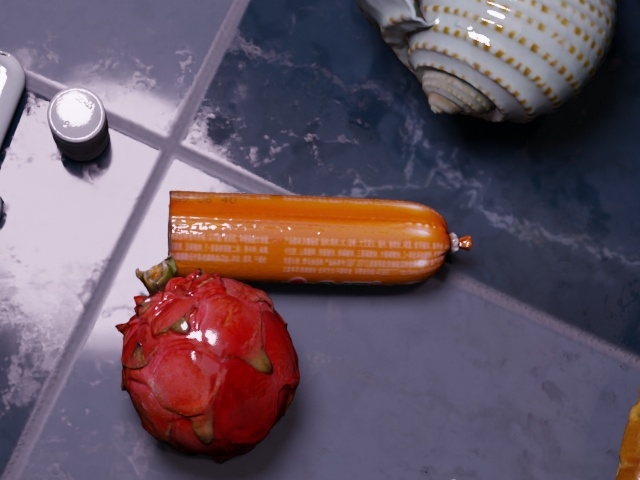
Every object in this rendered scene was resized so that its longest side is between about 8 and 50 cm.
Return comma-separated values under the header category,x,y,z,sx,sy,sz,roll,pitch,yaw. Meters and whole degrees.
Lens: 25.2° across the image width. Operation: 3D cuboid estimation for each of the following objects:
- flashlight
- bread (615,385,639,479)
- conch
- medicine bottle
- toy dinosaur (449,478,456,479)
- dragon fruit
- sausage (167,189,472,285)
category,x,y,z,sx,sy,sz,roll,pitch,yaw
flashlight,-0.353,-0.101,1.461,0.093,0.047,0.200,16,79,-3
bread,0.375,0.255,1.435,0.174,0.121,0.246,17,81,-4
conch,0.163,-0.271,1.466,0.303,0.215,0.319,31,54,-1
medicine bottle,-0.245,-0.117,1.452,0.058,0.091,0.058,1,80,-6
toy dinosaur,0.239,0.404,1.393,0.205,0.092,0.393,-6,110,27
dragon fruit,-0.106,0.119,1.381,0.172,0.172,0.210,-29,109,-10
sausage,0.000,0.000,1.457,0.312,0.093,0.093,2,80,-6
